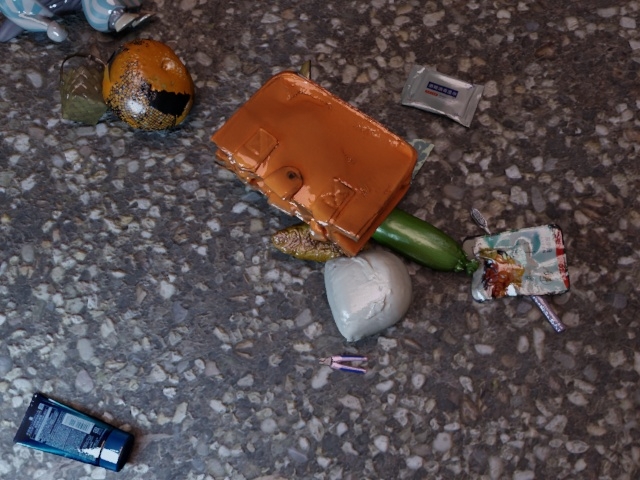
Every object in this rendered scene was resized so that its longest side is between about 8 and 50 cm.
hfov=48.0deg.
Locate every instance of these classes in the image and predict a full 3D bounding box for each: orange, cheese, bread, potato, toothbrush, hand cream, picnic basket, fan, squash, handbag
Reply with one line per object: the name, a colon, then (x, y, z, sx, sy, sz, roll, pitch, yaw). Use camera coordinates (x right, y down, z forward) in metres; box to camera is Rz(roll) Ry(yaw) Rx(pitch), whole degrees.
orange: (-0.420, -0.382, 1.773, 0.182, 0.234, 0.234, -40, 70, 37)
cheese: (0.114, 0.116, 1.623, 0.189, 0.154, 0.198, -19, 69, 9)
bread: (0.000, 0.000, 1.705, 0.233, 0.076, 0.105, 4, 86, -3)
potato: (-0.042, -0.428, 1.854, 0.036, 0.037, 0.093, -2, 74, 7)
toothbrush: (0.458, 0.065, 1.686, 0.024, 0.029, 0.354, -36, 75, 9)
hand cream: (-0.556, 0.437, 1.617, 0.270, 0.061, 0.120, 15, 73, 12)
picnic basket: (-0.594, -0.399, 1.820, 0.128, 0.137, 0.179, 13, 63, -33)
fan: (0.179, -0.179, 1.783, 0.240, 0.009, 0.131, -39, 75, -8)
squash: (0.195, -0.018, 1.688, 0.378, 0.101, 0.101, 29, 77, 9)
handbag: (-0.010, -0.186, 1.637, 0.410, 0.116, 0.303, 34, 64, 11)

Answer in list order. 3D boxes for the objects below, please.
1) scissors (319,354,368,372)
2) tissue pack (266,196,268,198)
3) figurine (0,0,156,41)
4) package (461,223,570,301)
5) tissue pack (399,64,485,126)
scissors: (0.052, 0.282, 1.651, 0.113, 0.012, 0.039, 3, 73, 4)
tissue pack: (-0.112, -0.181, 1.750, 0.106, 0.099, 0.149, -27, 73, -11)
figurine: (-0.698, -0.629, 1.897, 0.377, 0.266, 0.361, -33, 101, 25)
package: (0.448, 0.054, 1.658, 0.231, 0.040, 0.166, -7, 83, 15)
tissue pack: (0.306, -0.369, 1.824, 0.193, 0.026, 0.123, 21, 75, 8)
